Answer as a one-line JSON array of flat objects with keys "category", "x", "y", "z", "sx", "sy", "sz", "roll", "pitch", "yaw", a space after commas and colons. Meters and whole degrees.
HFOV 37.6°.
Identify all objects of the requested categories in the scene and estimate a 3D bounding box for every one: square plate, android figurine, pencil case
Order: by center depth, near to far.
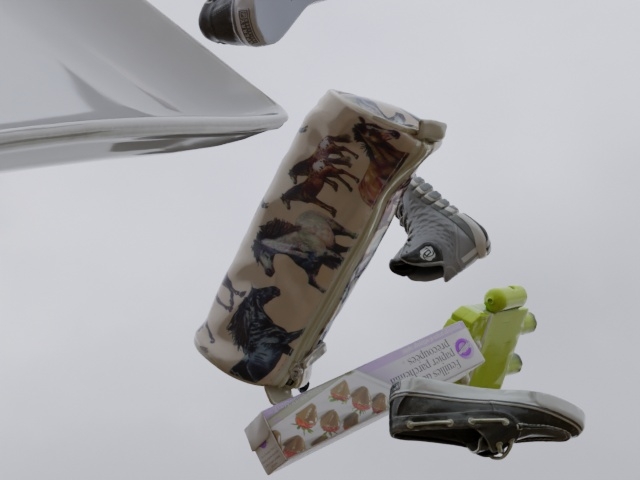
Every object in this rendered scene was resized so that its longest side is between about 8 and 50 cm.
[{"category": "square plate", "x": -0.227, "y": -0.119, "z": 0.373, "sx": 0.344, "sy": 0.347, "sz": 0.049, "roll": 38, "pitch": -66, "yaw": 16}, {"category": "pencil case", "x": 0.000, "y": 0.000, "z": 1.190, "sx": 0.160, "sy": 0.184, "sz": 0.410, "roll": 10, "pitch": -68, "yaw": -54}, {"category": "android figurine", "x": 0.274, "y": 0.190, "z": 1.606, "sx": 0.273, "sy": 0.056, "sz": 0.248, "roll": 0, "pitch": -68, "yaw": -49}]

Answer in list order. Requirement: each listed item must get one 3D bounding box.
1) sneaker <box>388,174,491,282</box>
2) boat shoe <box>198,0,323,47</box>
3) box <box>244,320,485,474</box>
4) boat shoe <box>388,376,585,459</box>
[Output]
[{"category": "sneaker", "x": 0.133, "y": -0.016, "z": 1.408, "sx": 0.132, "sy": 0.229, "sz": 0.086, "roll": -41, "pitch": -39, "yaw": -13}, {"category": "boat shoe", "x": -0.044, "y": -0.244, "z": 0.899, "sx": 0.076, "sy": 0.228, "sz": 0.080, "roll": 1, "pitch": -52, "yaw": 27}, {"category": "box", "x": 0.060, "y": 0.186, "z": 1.141, "sx": 0.324, "sy": 0.063, "sz": 0.067, "roll": -19, "pitch": -18, "yaw": -34}, {"category": "boat shoe", "x": 0.182, "y": 0.206, "z": 1.035, "sx": 0.220, "sy": 0.070, "sz": 0.077, "roll": 7, "pitch": -35, "yaw": 0}]
